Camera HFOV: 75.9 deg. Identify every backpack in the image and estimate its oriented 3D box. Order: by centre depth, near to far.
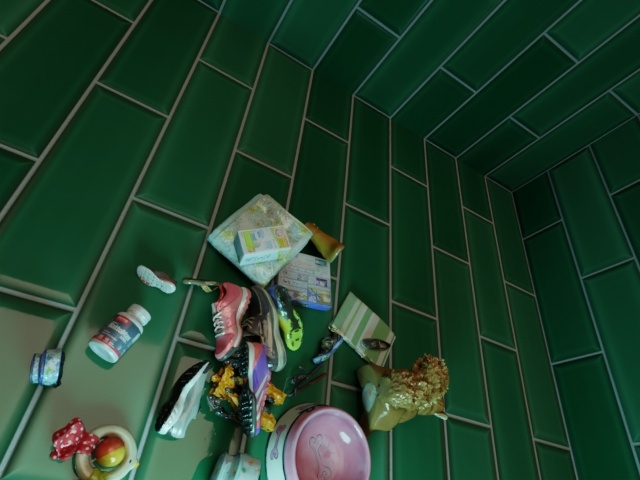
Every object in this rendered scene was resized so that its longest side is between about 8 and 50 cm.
[{"bbox_3d":[-0.803,0.372,1.208,0.084,0.114,0.104,7,60,-32],"label":"backpack"},{"bbox_3d":[-0.271,0.759,1.301,0.144,0.188,0.165,34,49,-15],"label":"backpack"}]

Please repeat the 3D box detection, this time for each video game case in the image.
[{"bbox_3d":[-0.080,0.180,1.883,0.270,0.061,0.244,16,54,-26],"label":"video game case"}]

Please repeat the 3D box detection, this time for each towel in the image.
[{"bbox_3d":[-0.254,-0.015,1.809,0.321,0.090,0.374,40,55,5],"label":"towel"},{"bbox_3d":[0.207,0.432,1.954,0.325,0.038,0.248,42,47,-5],"label":"towel"}]

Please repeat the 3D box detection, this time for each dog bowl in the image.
[{"bbox_3d":[0.010,0.799,1.506,0.408,0.150,0.407,17,54,-26],"label":"dog bowl"}]

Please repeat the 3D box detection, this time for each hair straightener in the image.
[{"bbox_3d":[-0.073,0.559,1.674,0.231,0.047,0.089,-21,77,-37],"label":"hair straightener"}]

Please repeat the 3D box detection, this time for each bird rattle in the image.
[{"bbox_3d":[-0.648,0.626,1.192,0.207,0.143,0.253,-9,55,-51],"label":"bird rattle"}]

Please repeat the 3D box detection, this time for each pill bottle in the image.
[{"bbox_3d":[-0.658,0.301,1.362,0.108,0.108,0.180,41,47,-8],"label":"pill bottle"}]

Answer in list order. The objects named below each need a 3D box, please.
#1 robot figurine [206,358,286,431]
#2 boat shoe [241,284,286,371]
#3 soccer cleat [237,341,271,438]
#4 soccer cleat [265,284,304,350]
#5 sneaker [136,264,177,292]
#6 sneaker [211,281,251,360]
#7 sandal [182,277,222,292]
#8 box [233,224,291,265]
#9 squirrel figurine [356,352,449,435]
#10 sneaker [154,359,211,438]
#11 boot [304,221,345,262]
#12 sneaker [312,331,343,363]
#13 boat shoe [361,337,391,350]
[{"bbox_3d":[-0.276,0.564,1.490,0.291,0.085,0.211,35,48,-14],"label":"robot figurine"},{"bbox_3d":[-0.241,0.345,1.619,0.130,0.132,0.355,-4,65,-38],"label":"boat shoe"},{"bbox_3d":[-0.220,0.513,1.434,0.117,0.109,0.318,14,54,-34],"label":"soccer cleat"},{"bbox_3d":[-0.154,0.320,1.720,0.093,0.121,0.289,-27,103,-45],"label":"soccer cleat"},{"bbox_3d":[-0.612,0.139,1.544,0.158,0.061,0.065,36,21,-13],"label":"sneaker"},{"bbox_3d":[-0.367,0.297,1.553,0.136,0.116,0.313,36,42,-32],"label":"sneaker"},{"bbox_3d":[-0.457,0.179,1.613,0.180,0.072,0.049,12,86,-39],"label":"sandal"},{"bbox_3d":[-0.239,0.019,1.683,0.203,0.103,0.114,-8,66,-27],"label":"box"},{"bbox_3d":[0.384,0.643,1.703,0.371,0.397,0.280,13,51,-19],"label":"squirrel figurine"},{"bbox_3d":[-0.445,0.532,1.393,0.108,0.100,0.271,45,48,-24],"label":"sneaker"},{"bbox_3d":[0.001,-0.001,1.933,0.211,0.295,0.104,44,84,-2],"label":"boot"},{"bbox_3d":[0.023,0.467,1.790,0.078,0.067,0.188,37,46,18],"label":"sneaker"},{"bbox_3d":[0.259,0.476,1.901,0.152,0.049,0.056,13,55,-28],"label":"boat shoe"}]
